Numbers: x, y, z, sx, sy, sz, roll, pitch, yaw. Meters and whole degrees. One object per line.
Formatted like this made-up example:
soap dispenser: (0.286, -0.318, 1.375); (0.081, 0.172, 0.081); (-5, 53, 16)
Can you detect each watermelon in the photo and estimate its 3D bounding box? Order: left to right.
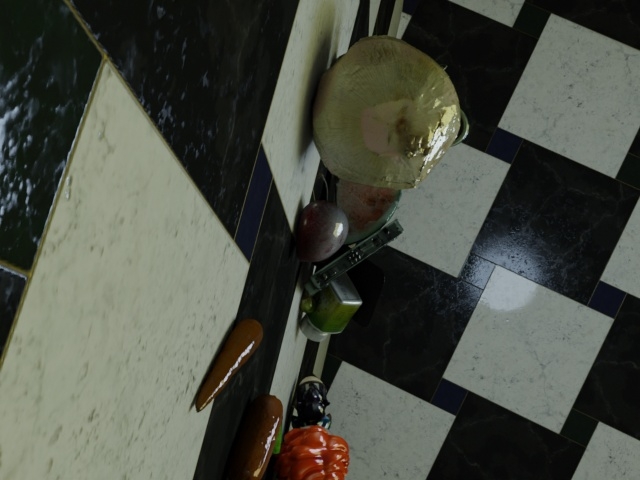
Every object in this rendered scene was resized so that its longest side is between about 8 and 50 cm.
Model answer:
watermelon: (0.099, -0.109, 1.865); (0.224, 0.180, 0.305); (-24, -124, 42)

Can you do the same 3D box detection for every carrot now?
carrot: (-0.130, 0.174, 0.988); (0.216, 0.048, 0.048); (-57, 159, -62)

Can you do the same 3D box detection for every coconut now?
coconut: (0.123, -0.242, 1.351); (0.254, 0.297, 0.297); (-70, 170, -66)

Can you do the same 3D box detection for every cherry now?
cherry: (-0.008, -0.030, 1.481); (0.148, 0.115, 0.188); (-39, 162, -2)

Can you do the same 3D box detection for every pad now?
pad: (0.073, 0.111, 1.960); (0.004, 0.267, 0.181); (0, 116, -40)

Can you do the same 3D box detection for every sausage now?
sausage: (-0.123, 0.384, 1.332); (0.197, 0.076, 0.076); (-69, 170, -46)

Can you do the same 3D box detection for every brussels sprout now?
brussels sprout: (-0.033, 0.156, 1.906); (0.051, 0.046, 0.083); (39, 53, -75)

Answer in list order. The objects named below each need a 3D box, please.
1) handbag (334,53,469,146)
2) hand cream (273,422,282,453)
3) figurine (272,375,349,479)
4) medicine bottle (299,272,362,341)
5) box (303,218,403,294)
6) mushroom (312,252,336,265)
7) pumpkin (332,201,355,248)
handbag: (0.168, -0.281, 1.534); (0.109, 0.316, 0.241); (-67, 169, -72)
hand cream: (-0.119, 0.544, 1.954); (0.036, 0.023, 0.121); (-43, 145, -60)
figurine: (-0.026, 0.618, 2.174); (0.411, 0.241, 0.306); (-87, -167, -54)
medicine bottle: (0.021, 0.190, 1.947); (0.188, 0.088, 0.132); (-58, -135, 31)
box: (0.082, 0.048, 1.797); (0.270, 0.045, 0.211); (-33, 176, -12)
mushroom: (0.000, 0.000, 1.751); (0.127, 0.087, 0.127); (-171, -90, -73)
pumpkin: (0.059, -0.012, 2.139); (0.217, 0.110, 0.217); (7, 90, -83)
